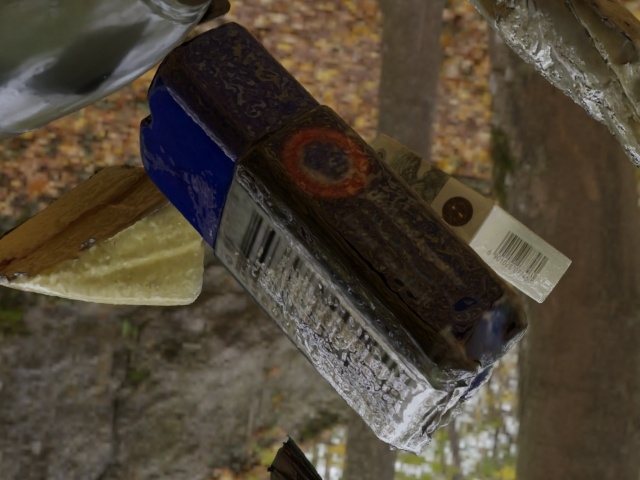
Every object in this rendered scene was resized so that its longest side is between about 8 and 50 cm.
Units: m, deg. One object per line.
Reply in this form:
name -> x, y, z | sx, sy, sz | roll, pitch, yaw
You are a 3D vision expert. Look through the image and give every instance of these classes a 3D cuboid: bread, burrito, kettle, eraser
bread -> -0.238, -0.015, 1.125 | 0.178, 0.135, 0.240 | 4, -177, -34
burrito -> 0.112, -0.125, 0.603 | 0.229, 0.058, 0.063 | 46, -156, 14
kettle -> -0.270, -0.263, 1.137 | 0.324, 0.228, 0.321 | -14, 153, 33
eraser -> 0.000, 0.000, 0.880 | 0.101, 0.155, 0.332 | -33, -109, -31

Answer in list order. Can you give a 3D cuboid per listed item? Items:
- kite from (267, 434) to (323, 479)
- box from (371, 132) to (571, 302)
kite -> -0.050, 0.388, 1.316 | 0.314, 0.335, 0.011 | 7, 166, 4
box -> 0.175, -0.032, 1.476 | 0.164, 0.069, 0.256 | 32, -175, -38
